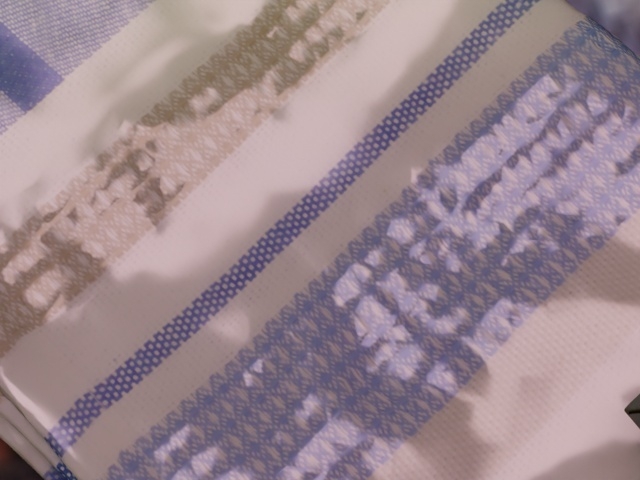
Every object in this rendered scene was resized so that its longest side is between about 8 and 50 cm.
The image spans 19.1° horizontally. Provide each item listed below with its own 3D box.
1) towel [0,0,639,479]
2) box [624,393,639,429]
[{"bbox_3d":[0.000,0.000,0.531,0.209,0.034,0.285,-44,77,-10],"label":"towel"},{"bbox_3d":[0.193,0.064,0.483,0.145,0.038,0.186,-42,89,-9],"label":"box"}]
